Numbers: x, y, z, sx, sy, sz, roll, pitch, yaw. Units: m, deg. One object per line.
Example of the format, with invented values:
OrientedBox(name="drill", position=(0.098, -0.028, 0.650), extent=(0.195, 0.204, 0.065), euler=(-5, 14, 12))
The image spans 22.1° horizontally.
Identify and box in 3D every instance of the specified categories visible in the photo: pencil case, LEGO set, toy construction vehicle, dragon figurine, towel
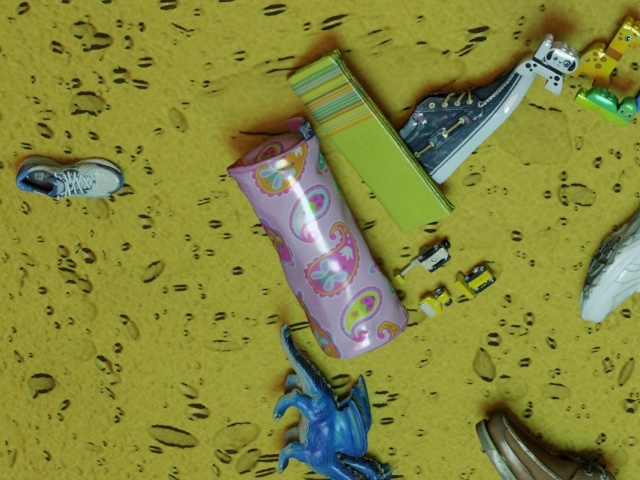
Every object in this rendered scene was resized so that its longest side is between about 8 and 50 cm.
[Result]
OrientedBox(name="pencil case", position=(0.000, 0.000, 1.939), extent=(0.124, 0.124, 0.284), euler=(-22, 105, 17))
OrientedBox(name="LEGO set", position=(0.344, -0.187, 1.823), extent=(0.227, 0.087, 0.093), euler=(29, 128, -2))
OrientedBox(name="toy construction vehicle", position=(0.149, 0.041, 1.977), extent=(0.098, 0.035, 0.086), euler=(-38, 111, 23))
OrientedBox(name="dragon figurine", position=(0.020, 0.221, 2.034), extent=(0.144, 0.085, 0.289), euler=(0, 111, 9))
OrientedBox(name="towel", position=(0.058, -0.114, 1.913), extent=(0.237, 0.021, 0.102), euler=(52, 148, -12))

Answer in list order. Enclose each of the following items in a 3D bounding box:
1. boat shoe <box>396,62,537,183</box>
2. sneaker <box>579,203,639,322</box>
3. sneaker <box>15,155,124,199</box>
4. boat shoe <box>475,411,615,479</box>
OrientedBox(name="boat shoe", position=(0.164, -0.153, 1.879), extent=(0.083, 0.065, 0.183), euler=(40, 112, -6))
OrientedBox(name="sneaker", position=(0.394, 0.019, 1.897), extent=(0.115, 0.090, 0.232), euler=(33, 113, -8))
OrientedBox(name="sneaker", position=(-0.308, -0.070, 1.993), extent=(0.135, 0.058, 0.052), euler=(2, 111, 8))
OrientedBox(name="boat shoe", position=(0.316, 0.307, 2.015), extent=(0.104, 0.110, 0.307), euler=(-38, 110, 16))
